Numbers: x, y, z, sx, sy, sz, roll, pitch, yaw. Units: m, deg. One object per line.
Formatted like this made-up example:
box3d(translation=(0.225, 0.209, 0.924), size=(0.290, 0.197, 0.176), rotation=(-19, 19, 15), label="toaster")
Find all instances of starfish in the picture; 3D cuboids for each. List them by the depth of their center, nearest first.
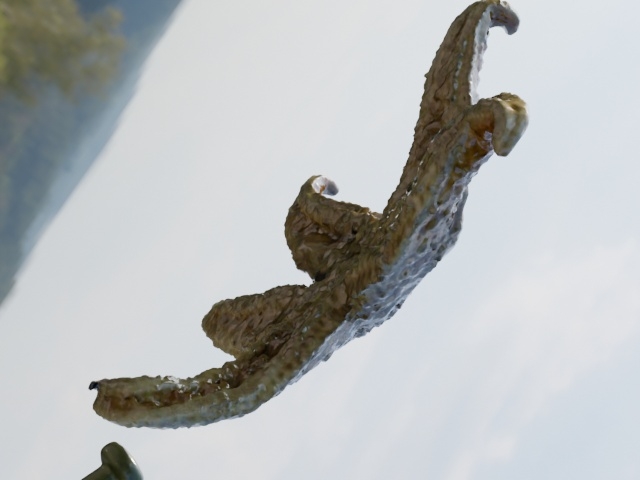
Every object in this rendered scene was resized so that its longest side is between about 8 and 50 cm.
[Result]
box3d(translation=(0.006, 0.009, 0.953), size=(0.375, 0.094, 0.327), rotation=(-39, -173, 48), label="starfish")

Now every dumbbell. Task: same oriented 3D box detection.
box3d(translation=(-0.201, 0.213, 1.403), size=(0.118, 0.046, 0.052), rotation=(-33, 163, -21), label="dumbbell")
